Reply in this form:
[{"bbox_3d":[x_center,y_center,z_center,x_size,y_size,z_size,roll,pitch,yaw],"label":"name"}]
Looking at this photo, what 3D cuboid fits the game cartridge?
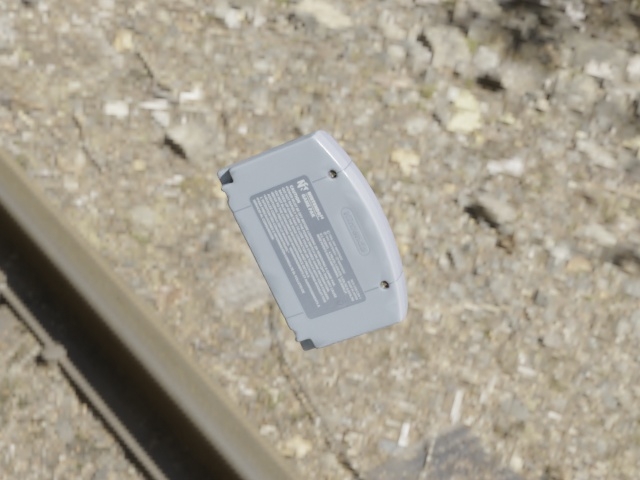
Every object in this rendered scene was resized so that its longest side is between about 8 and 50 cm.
[{"bbox_3d":[0.000,0.000,0.530,0.056,0.083,0.017,-18,15,28],"label":"game cartridge"}]
